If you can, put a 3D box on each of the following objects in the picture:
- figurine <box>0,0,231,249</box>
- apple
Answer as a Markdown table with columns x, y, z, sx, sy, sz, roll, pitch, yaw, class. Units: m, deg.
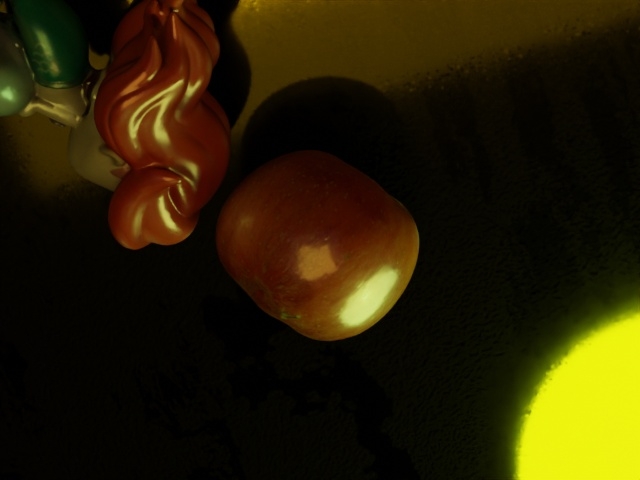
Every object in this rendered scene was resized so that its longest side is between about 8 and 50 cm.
| x | y | z | sx | sy | sz | roll | pitch | yaw | class |
| --- | --- | --- | --- | --- | --- | --- | --- | --- | --- |
| -0.174 | -0.121 | 1.026 | 0.257 | 0.181 | 0.208 | 27 | 88 | -18 | figurine |
| 0.000 | 0.000 | 1.085 | 0.163 | 0.163 | 0.139 | 39 | 101 | -16 | apple |
